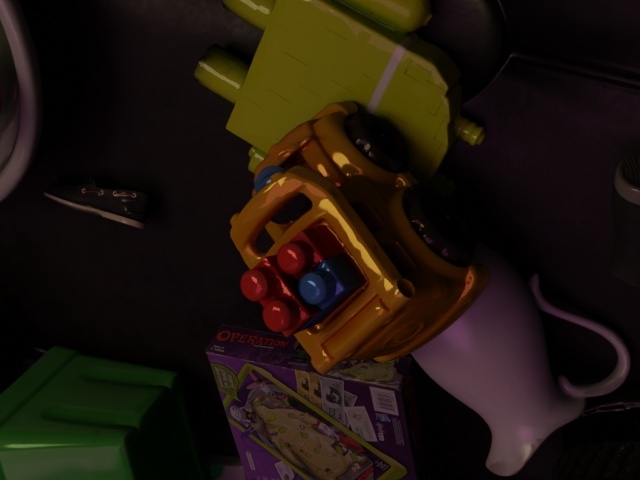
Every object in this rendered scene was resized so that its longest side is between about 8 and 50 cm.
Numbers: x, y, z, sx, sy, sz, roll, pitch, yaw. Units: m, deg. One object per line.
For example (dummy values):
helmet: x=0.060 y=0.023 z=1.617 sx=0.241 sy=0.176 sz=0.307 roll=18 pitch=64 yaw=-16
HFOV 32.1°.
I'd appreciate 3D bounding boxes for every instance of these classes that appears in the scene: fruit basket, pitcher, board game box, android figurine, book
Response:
fruit basket: x=-0.314 y=0.321 z=1.296 sx=0.392 sy=0.283 sz=0.392 roll=5 pitch=110 yaw=13
pitcher: x=0.180 y=0.090 z=1.053 sx=0.178 sy=0.125 sz=0.207 roll=-34 pitch=98 yaw=-3
board game box: x=0.013 y=0.238 z=1.179 sx=0.208 sy=0.056 sz=0.347 roll=5 pitch=133 yaw=19
android figurine: x=0.019 y=-0.135 z=1.032 sx=0.273 sy=0.056 sz=0.248 roll=29 pitch=123 yaw=8
book: x=-0.121 y=0.325 z=1.349 sx=0.096 sy=0.035 sz=0.144 roll=0 pitch=113 yaw=22

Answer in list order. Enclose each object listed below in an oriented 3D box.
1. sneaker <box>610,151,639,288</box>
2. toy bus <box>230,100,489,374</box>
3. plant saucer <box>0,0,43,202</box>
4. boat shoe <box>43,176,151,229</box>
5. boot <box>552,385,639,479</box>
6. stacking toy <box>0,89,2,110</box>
sneaker: x=0.361 y=-0.010 z=0.949 sx=0.222 sy=0.083 sz=0.118 roll=8 pitch=134 yaw=16
toy bus: x=0.000 y=0.000 z=0.930 sx=0.149 sy=0.211 sz=0.220 roll=-45 pitch=72 yaw=30
plant saucer: x=-0.425 y=-0.218 z=1.136 sx=0.400 sy=0.100 sz=0.400 roll=16 pitch=128 yaw=22
boat shoe: x=-0.239 y=-0.046 z=1.200 sx=0.133 sy=0.049 sz=0.042 roll=14 pitch=88 yaw=26
boot: x=0.346 y=0.230 z=0.958 sx=0.348 sy=0.260 sz=0.131 roll=-15 pitch=109 yaw=29
stacking toy: x=-0.451 y=-0.155 z=1.047 sx=0.330 sy=0.141 sz=0.141 roll=12 pitch=120 yaw=19
